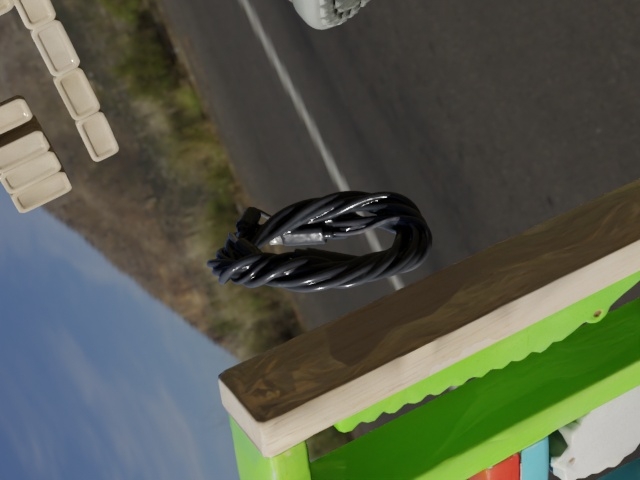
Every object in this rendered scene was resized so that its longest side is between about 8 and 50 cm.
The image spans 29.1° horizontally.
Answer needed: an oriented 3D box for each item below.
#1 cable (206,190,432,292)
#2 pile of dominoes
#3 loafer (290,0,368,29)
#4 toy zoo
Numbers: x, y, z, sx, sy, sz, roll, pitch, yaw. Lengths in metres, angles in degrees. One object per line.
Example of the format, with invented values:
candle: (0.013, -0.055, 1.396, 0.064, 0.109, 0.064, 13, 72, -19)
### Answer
cable: (0.000, 0.000, 1.008, 0.150, 0.185, 0.047, -39, -53, -58)
pile of dominoes: (-0.312, -0.124, 1.144, 0.040, 0.196, 0.251, 55, 169, 40)
loafer: (-0.014, -0.199, 0.521, 0.087, 0.094, 0.251, 34, 148, 22)
toy zoo: (0.070, 0.128, 0.480, 0.030, 0.192, 0.293, 42, 148, 46)
